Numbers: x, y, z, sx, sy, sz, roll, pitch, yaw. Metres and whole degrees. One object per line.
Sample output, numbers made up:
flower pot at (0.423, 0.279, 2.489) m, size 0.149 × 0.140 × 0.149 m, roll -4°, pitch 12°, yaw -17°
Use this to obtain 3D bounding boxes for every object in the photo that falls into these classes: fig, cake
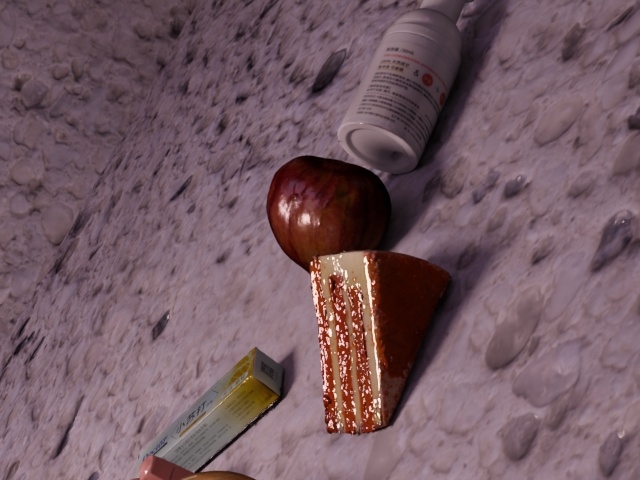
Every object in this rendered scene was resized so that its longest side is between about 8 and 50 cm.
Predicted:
fig at (0.008, -0.010, 2.298) m, size 0.186 × 0.204 × 0.249 m, roll -33°, pitch -44°, yaw -58°
cake at (0.052, 0.127, 2.010) m, size 0.158 × 0.160 × 0.262 m, roll -12°, pitch 48°, yaw 53°

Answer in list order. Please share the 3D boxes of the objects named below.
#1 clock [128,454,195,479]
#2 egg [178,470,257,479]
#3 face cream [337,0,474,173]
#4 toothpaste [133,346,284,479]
clock at (-0.278, 0.485, 2.191) m, size 0.241 × 0.142 × 0.227 m, roll -46°, pitch 22°, yaw 42°
egg at (-0.133, 0.410, 1.919) m, size 0.244 × 0.201 × 0.201 m, roll -13°, pitch 45°, yaw 46°
face cream at (0.163, -0.300, 2.416) m, size 0.145 × 0.145 × 0.369 m, roll -18°, pitch 41°, yaw 55°
toothpaste at (-0.185, 0.306, 2.333) m, size 0.313 × 0.071 × 0.089 m, roll -43°, pitch 21°, yaw 25°
